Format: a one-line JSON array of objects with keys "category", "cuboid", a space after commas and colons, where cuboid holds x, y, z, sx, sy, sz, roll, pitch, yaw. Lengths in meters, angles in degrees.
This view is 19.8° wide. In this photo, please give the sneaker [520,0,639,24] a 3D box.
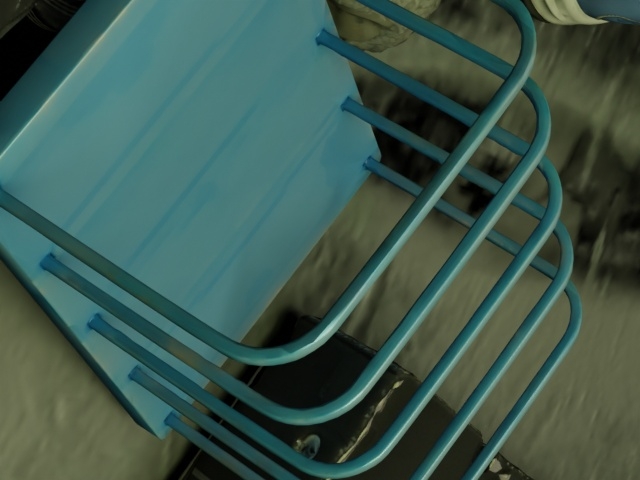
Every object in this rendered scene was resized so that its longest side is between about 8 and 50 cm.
[{"category": "sneaker", "cuboid": [0.162, -0.131, 0.631, 0.211, 0.081, 0.080, -40, 128, -21]}]

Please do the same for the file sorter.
[{"category": "file sorter", "cuboid": [0.000, 0.000, 0.498, 0.118, 0.104, 0.170, -53, 155, -14]}]

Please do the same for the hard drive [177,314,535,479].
[{"category": "hard drive", "cuboid": [-0.025, 0.222, 0.646, 0.339, 0.064, 0.237, -56, 133, -7]}]

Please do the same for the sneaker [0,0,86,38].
[{"category": "sneaker", "cuboid": [-0.138, -0.104, 0.379, 0.268, 0.101, 0.153, -2, 108, -42]}]

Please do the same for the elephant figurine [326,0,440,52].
[{"category": "elephant figurine", "cuboid": [0.066, -0.197, 0.498, 0.239, 0.186, 0.169, 68, 20, -47]}]
